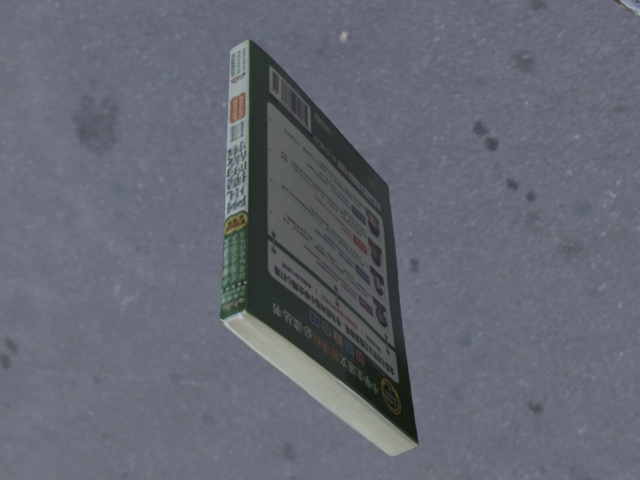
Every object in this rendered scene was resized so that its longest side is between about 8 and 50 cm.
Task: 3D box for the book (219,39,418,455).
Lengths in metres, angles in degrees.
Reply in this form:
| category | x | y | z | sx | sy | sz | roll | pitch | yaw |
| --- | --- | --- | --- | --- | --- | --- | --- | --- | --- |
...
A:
| category | x | y | z | sx | sy | sz | roll | pitch | yaw |
| --- | --- | --- | --- | --- | --- | --- | --- | --- | --- |
| book | 0.000 | 0.000 | 0.733 | 0.027 | 0.264 | 0.202 | -25 | 134 | 23 |

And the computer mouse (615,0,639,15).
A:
| category | x | y | z | sx | sy | sz | roll | pitch | yaw |
| --- | --- | --- | --- | --- | --- | --- | --- | --- | --- |
| computer mouse | 0.480 | -0.409 | 1.498 | 0.126 | 0.245 | 0.056 | 9 | 145 | -16 |
